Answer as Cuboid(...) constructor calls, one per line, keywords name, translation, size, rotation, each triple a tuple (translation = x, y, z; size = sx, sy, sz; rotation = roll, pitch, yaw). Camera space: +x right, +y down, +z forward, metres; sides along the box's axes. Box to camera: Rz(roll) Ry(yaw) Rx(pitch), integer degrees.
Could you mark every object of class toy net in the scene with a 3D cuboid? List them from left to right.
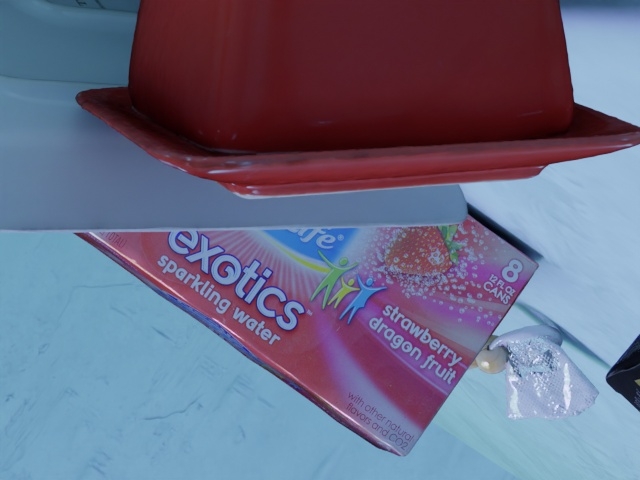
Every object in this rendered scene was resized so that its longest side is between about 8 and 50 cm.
Cuboid(name="toy net", translation=(0.101, 0.054, 1.251), size=(0.232, 0.122, 0.045), rotation=(22, -150, -4))

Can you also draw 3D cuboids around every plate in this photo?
Cuboid(name="plate", translation=(-0.107, -0.093, 0.724), size=(0.278, 0.045, 0.277), rotation=(0, -148, -39))

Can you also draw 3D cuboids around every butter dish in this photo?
Cuboid(name="butter dish", translation=(0.007, -0.083, 0.561), size=(0.160, 0.118, 0.160), rotation=(-5, -167, -19))

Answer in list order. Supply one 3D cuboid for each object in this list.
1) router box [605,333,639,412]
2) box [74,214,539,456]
Cuboid(name="router box", translation=(0.258, 0.124, 0.661), size=(0.309, 0.081, 0.243), rotation=(42, 178, 7))
Cuboid(name="box", translation=(-0.031, -0.008, 1.099), size=(0.300, 0.154, 0.142), rotation=(36, 173, -1))
